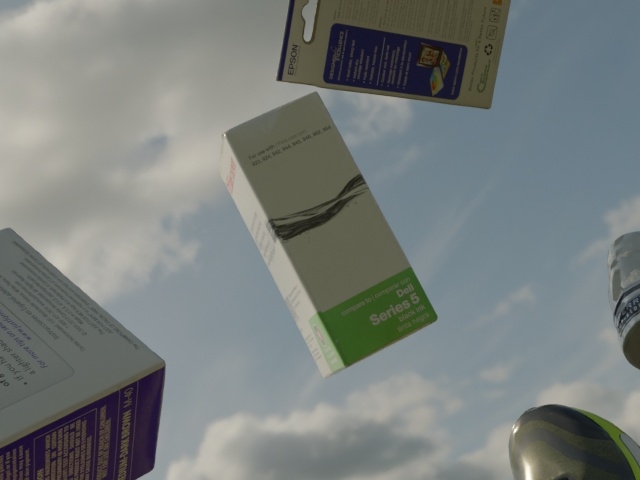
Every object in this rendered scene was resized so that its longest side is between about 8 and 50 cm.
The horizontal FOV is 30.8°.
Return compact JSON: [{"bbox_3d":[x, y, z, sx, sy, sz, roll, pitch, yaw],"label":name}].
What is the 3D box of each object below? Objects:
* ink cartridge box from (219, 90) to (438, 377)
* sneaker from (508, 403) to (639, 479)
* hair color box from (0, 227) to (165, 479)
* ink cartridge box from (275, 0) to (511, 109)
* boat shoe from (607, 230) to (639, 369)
[{"bbox_3d":[0.000,0.000,1.264,0.114,0.273,0.198,-26,-6,-10],"label":"ink cartridge box"},{"bbox_3d":[0.157,0.215,0.746,0.121,0.300,0.111,19,-57,-16],"label":"sneaker"},{"bbox_3d":[-0.283,0.126,0.705,0.339,0.185,0.110,-23,-44,-41],"label":"hair color box"},{"bbox_3d":[0.092,-0.276,1.507,0.371,0.069,0.176,1,-77,-40],"label":"ink cartridge box"},{"bbox_3d":[0.404,0.080,1.083,0.367,0.156,0.136,21,-50,-23],"label":"boat shoe"}]
